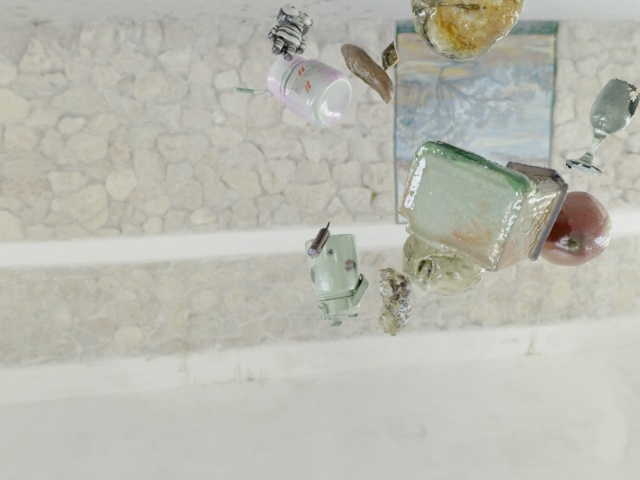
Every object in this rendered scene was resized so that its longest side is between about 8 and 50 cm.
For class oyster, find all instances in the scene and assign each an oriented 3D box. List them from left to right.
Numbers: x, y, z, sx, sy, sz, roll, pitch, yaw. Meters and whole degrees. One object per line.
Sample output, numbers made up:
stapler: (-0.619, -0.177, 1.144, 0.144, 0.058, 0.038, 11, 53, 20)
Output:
oyster: (0.257, 0.203, 1.758, 0.107, 0.232, 0.161, -2, -163, 35)

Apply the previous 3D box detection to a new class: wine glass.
wine glass: (0.959, -0.382, 1.792, 0.143, 0.321, 0.143, 23, -171, -4)

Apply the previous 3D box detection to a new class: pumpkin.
pumpkin: (0.269, -0.702, 2.002, 0.035, 0.073, 0.101, -19, 176, -30)

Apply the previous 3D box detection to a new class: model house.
model house: (0.390, -0.094, 1.233, 0.280, 0.245, 0.312, -13, -147, -39)

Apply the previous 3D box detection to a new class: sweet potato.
sweet potato: (0.154, -0.645, 1.947, 0.341, 0.092, 0.114, 54, -173, 27)

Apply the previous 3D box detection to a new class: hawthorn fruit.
hawthorn fruit: (0.626, -0.017, 1.313, 0.200, 0.199, 0.251, 3, -162, 17)

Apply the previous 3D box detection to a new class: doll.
doll: (-0.069, -0.500, 1.250, 0.091, 0.067, 0.219, 22, -134, -12)

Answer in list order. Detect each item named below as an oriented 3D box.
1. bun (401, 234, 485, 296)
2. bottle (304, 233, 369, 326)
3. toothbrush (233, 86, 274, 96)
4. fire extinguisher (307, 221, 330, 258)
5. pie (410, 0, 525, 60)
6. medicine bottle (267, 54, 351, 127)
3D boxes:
bun: (0.498, 0.077, 2.180, 0.362, 0.326, 0.235, 13, -161, 40)
bottle: (0.072, 0.158, 2.075, 0.229, 0.351, 0.229, -10, 173, -1)
toothbrush: (-0.251, -0.552, 1.947, 0.257, 0.018, 0.024, 22, 170, 45)
fire extinguisher: (0.000, 0.000, 1.822, 0.043, 0.064, 0.158, 23, -140, 7)
pie: (0.396, -0.653, 1.408, 0.339, 0.339, 0.077, -2, -143, -6)
medicine bottle: (-0.049, -0.631, 2.188, 0.302, 0.241, 0.241, 36, -150, 27)
